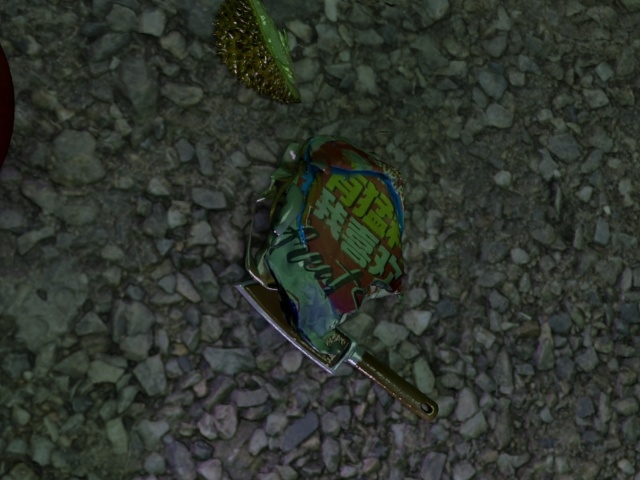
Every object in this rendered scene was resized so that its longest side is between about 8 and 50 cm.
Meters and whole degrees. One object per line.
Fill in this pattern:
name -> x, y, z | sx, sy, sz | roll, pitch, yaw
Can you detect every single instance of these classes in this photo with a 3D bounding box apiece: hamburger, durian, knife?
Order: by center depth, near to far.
hamburger -> -0.008, -0.002, 1.212 | 0.276, 0.150, 0.260 | -32, 111, -45
knife -> 0.025, 0.154, 1.255 | 0.343, 0.027, 0.061 | 39, 75, -11
durian -> -0.093, -0.282, 1.259 | 0.100, 0.086, 0.215 | -30, 98, -54

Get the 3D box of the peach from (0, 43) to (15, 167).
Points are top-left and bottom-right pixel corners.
peach -> -0.500, -0.100, 0.941 | 0.310, 0.335, 0.406 | 45, 73, -4
